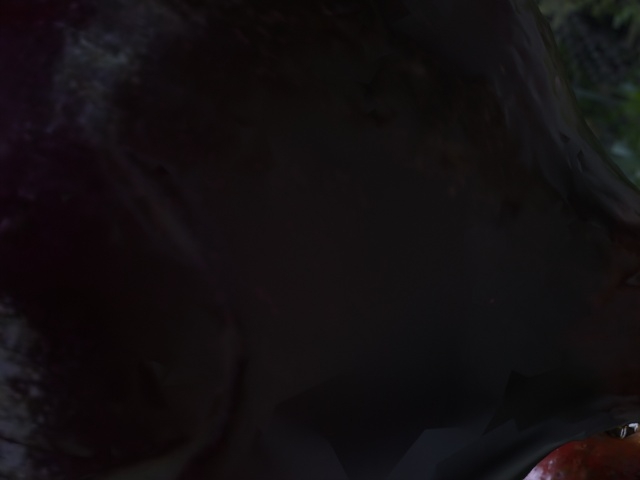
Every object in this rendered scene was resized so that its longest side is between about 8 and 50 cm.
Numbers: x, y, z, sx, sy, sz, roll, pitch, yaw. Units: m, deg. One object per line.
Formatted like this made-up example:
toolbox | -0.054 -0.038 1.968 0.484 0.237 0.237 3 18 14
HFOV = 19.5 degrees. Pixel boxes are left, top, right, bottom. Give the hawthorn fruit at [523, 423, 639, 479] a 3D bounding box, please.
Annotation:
hawthorn fruit | 0.174 0.181 1.121 0.189 0.189 0.189 18 -90 -73

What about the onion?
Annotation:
onion | 0.000 0.000 0.656 0.348 0.385 0.347 8 -90 -77
